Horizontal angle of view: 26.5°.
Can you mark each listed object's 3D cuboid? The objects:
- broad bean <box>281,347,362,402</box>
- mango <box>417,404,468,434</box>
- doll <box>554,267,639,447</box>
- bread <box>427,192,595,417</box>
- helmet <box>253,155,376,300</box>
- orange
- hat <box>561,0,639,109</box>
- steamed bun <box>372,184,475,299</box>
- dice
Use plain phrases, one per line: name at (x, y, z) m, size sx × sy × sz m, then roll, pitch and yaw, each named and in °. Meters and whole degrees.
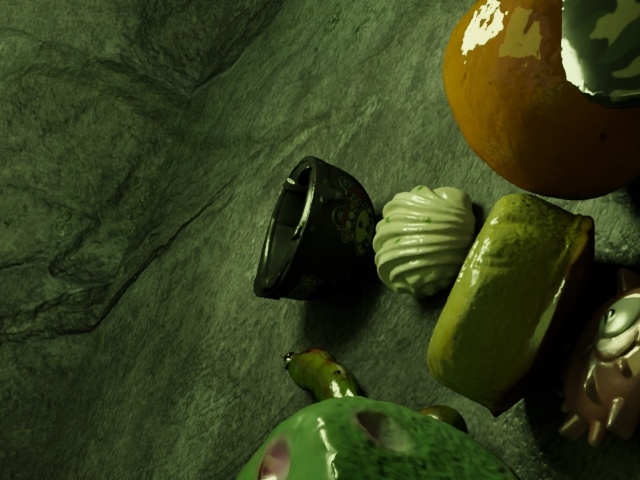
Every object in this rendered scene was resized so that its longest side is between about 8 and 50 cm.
broad bean at (0.012, 0.218, 2.091) m, size 0.339 × 0.061 × 0.077 m, roll 32°, pitch 105°, yaw 67°
mango at (0.107, 0.309, 1.746) m, size 0.267 × 0.111 × 0.133 m, roll -50°, pitch 13°, yaw 36°
doll at (0.334, 0.123, 1.459) m, size 0.262 × 0.093 × 0.211 m, roll -33°, pitch 33°, yaw 63°
bread at (0.228, 0.076, 1.600) m, size 0.270 × 0.148 × 0.270 m, roll 24°, pitch -90°, yaw -84°
helmet at (0.000, 0.000, 2.197) m, size 0.279 × 0.160 × 0.230 m, roll 123°, pitch 159°, yaw -57°
orange at (0.297, -0.203, 1.585) m, size 0.312 × 0.312 × 0.312 m, roll -46°, pitch 31°, yaw 38°
hat at (0.369, -0.319, 1.341) m, size 0.366 × 0.257 × 0.382 m, roll -3°, pitch 38°, yaw 17°
steamed bun at (0.142, -0.005, 1.971) m, size 0.183 × 0.106 × 0.183 m, roll -49°, pitch 27°, yaw 36°
dice at (0.066, 0.391, 1.503) m, size 0.322 × 0.318 × 0.330 m, roll -59°, pitch 24°, yaw 18°
